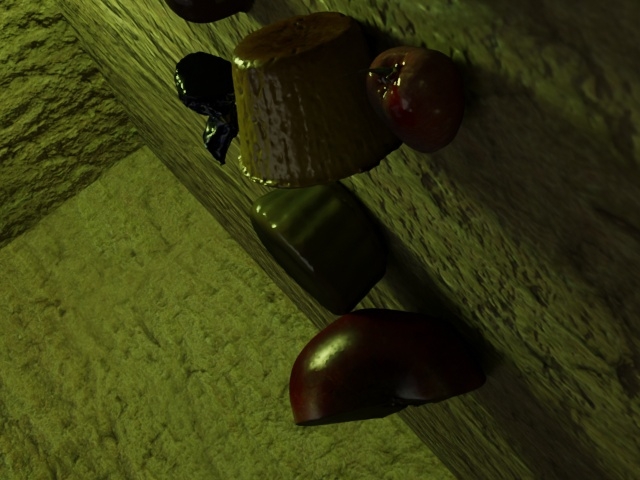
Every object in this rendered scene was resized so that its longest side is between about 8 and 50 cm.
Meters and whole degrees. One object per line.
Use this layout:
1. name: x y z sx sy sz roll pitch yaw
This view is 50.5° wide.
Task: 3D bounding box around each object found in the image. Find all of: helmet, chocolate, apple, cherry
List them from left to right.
1. helmet: -0.190 -0.392 0.998 0.155 0.106 0.175 40 160 41
2. chocolate: -0.213 -0.271 1.446 0.343 0.126 0.149 84 -176 -73
3. apple: 0.129 0.267 1.283 0.328 0.295 0.365 25 175 22
4. cherry: 0.098 -0.150 0.696 0.106 0.087 0.126 43 -175 27

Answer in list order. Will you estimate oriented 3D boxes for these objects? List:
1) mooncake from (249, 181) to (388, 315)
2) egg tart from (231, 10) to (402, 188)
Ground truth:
1. mooncake: 0.000 0.000 1.326 0.290 0.161 0.290 46 168 12
2. egg tart: -0.012 -0.165 0.813 0.215 0.215 0.171 37 151 49
